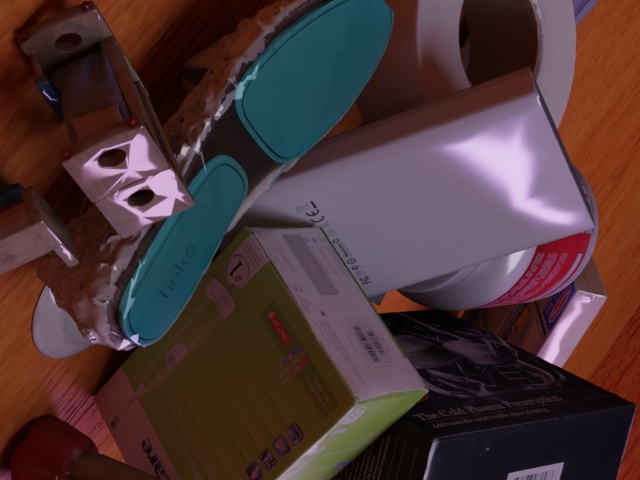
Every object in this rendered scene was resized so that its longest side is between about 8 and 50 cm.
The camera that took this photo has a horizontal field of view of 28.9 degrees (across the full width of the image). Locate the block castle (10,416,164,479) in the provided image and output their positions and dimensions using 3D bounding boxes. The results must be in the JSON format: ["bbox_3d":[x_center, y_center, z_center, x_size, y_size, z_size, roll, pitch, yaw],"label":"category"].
[{"bbox_3d":[-0.337,0.342,1.060,0.453,0.213,0.302,-10,116,-67],"label":"block castle"}]

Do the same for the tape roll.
[{"bbox_3d":[0.155,-0.212,1.316,0.286,0.100,0.286,-4,96,-46],"label":"tape roll"}]

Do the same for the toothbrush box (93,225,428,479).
[{"bbox_3d":[-0.067,0.151,1.218,0.122,0.206,0.283,1,139,-52],"label":"toothbrush box"}]

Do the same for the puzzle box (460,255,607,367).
[{"bbox_3d":[0.303,0.142,1.950,0.272,0.052,0.408,-97,-154,-51],"label":"puzzle box"}]

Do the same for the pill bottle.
[{"bbox_3d":[0.199,-0.026,1.606,0.408,0.229,0.229,0,119,-62],"label":"pill bottle"}]

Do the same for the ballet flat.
[{"bbox_3d":[-0.101,-0.091,1.084,0.409,0.147,0.147,-52,155,-18],"label":"ballet flat"}]

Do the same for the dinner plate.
[{"bbox_3d":[-0.215,0.054,1.177,0.141,0.017,0.141,-44,151,-32],"label":"dinner plate"}]

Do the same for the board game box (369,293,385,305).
[{"bbox_3d":[0.027,0.045,1.531,0.020,0.090,0.090,-60,156,0],"label":"board game box"}]

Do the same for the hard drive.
[{"bbox_3d":[0.078,-0.034,1.260,0.353,0.047,0.233,-18,142,16],"label":"hard drive"}]

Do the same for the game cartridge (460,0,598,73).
[{"bbox_3d":[0.284,-0.296,1.585,0.294,0.060,0.196,-51,166,21],"label":"game cartridge"}]

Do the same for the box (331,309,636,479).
[{"bbox_3d":[0.112,0.216,1.387,0.343,0.313,0.178,0,107,-43],"label":"box"}]

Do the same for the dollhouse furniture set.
[{"bbox_3d":[-0.217,-0.065,0.947,0.184,0.129,0.129,-25,151,0],"label":"dollhouse furniture set"}]
